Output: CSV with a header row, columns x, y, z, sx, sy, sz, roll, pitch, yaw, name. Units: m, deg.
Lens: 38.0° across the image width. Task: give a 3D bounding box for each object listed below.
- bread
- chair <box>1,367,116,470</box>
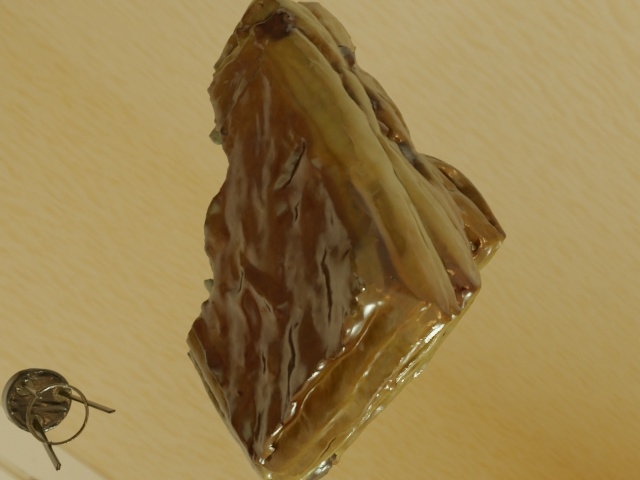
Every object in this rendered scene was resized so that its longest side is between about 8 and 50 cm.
x,y,z,sx,sy,sz,roll,pitch,yaw,name
0.000,0.000,0.850,0.314,0.191,0.370,-56,-131,39,bread
-0.358,0.226,1.251,0.095,0.104,0.221,-13,-173,-31,chair
